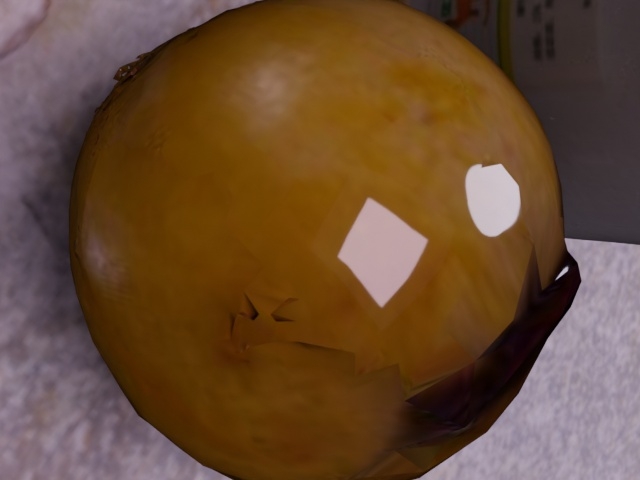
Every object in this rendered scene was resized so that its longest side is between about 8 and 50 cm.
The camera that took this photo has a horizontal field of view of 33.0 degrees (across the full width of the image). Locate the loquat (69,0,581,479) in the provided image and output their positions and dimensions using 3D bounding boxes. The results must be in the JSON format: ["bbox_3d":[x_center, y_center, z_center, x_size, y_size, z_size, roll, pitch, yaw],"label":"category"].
[{"bbox_3d":[0.000,0.000,0.495,0.235,0.235,0.235,-4,97,-35],"label":"loquat"}]

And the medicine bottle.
[{"bbox_3d":[0.171,-0.116,0.602,0.238,0.232,0.238,-3,96,-36],"label":"medicine bottle"}]
